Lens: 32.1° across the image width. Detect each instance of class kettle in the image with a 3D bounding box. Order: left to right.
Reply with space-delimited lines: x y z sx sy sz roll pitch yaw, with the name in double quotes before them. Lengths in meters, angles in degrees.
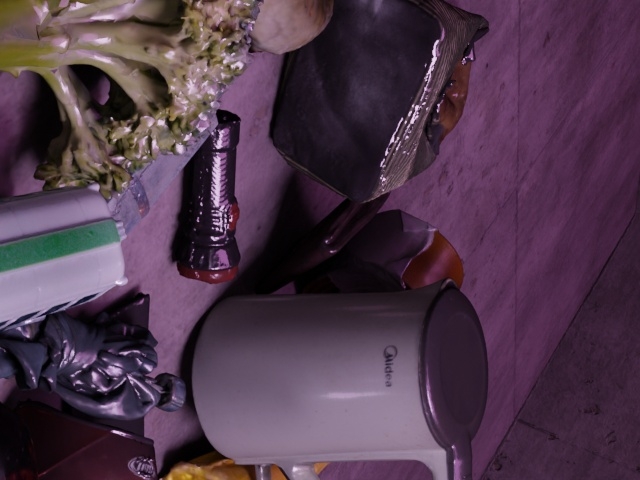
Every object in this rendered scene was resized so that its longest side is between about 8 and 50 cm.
"kettle" 0.036 0.245 1.601 0.250 0.376 0.361 17 70 -58

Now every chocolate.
"chocolate" -0.104 0.383 1.839 0.445 0.162 0.162 -14 121 -64

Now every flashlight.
"flashlight" -0.143 -0.060 1.487 0.093 0.093 0.232 -28 131 -54

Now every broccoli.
"broccoli" -0.231 -0.250 1.085 0.397 0.274 0.353 32 69 -47

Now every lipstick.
"lipstick" -0.228 -0.079 1.318 0.290 0.077 0.076 -55 150 -28

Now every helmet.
"helmet" -0.296 0.295 1.334 0.216 0.193 0.189 -31 151 13

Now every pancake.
"pancake" 0.212 -0.288 2.043 0.294 0.049 0.295 -40 140 -45

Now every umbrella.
"umbrella" -0.266 0.141 1.328 0.349 0.094 0.143 37 55 -52

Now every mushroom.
"mushroom" -0.047 -0.384 1.391 0.247 0.130 0.344 -38 141 -40

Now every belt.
"belt" 0.099 0.075 1.829 0.122 0.217 0.338 -55 -170 -28

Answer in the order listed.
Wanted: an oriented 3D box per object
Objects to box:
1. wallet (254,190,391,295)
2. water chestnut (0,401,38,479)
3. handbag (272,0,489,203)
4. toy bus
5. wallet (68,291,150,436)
"wallet" 0.000 0.000 1.715 0.182 0.049 0.229 -46 -174 -39
"water chestnut" -0.392 0.252 1.032 0.289 0.289 0.244 52 52 -60
"handbag" 0.093 -0.240 1.624 0.240 0.247 0.341 -21 138 -53
"toy bus" -0.326 0.027 1.064 0.276 0.164 0.134 -19 92 -57
"wallet" -0.282 0.216 1.480 0.146 0.030 0.285 -35 138 -51
